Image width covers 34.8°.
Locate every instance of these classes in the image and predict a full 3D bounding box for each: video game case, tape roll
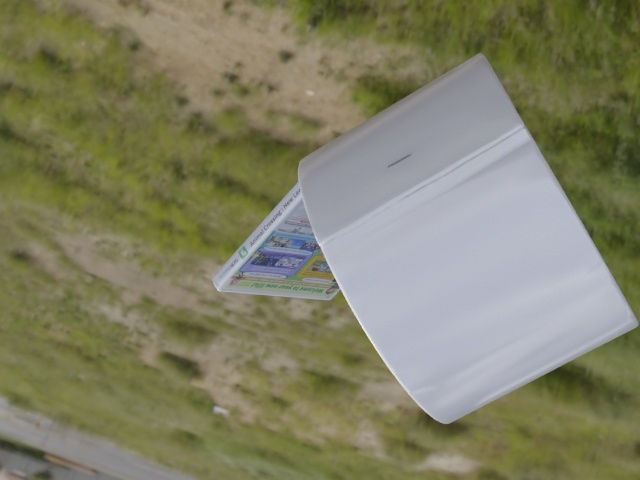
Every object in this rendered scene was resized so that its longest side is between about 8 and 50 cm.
[{"bbox_3d":[0.000,0.000,1.243,0.212,0.023,0.193,8,132,-50],"label":"video game case"},{"bbox_3d":[0.115,-0.001,0.805,0.169,0.246,0.246,-30,137,13],"label":"tape roll"}]
